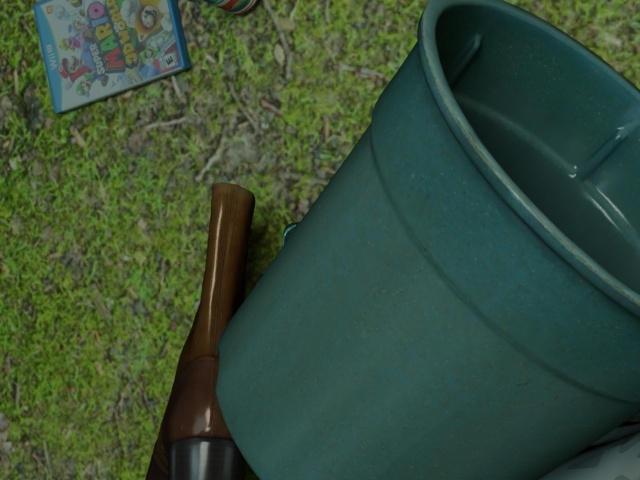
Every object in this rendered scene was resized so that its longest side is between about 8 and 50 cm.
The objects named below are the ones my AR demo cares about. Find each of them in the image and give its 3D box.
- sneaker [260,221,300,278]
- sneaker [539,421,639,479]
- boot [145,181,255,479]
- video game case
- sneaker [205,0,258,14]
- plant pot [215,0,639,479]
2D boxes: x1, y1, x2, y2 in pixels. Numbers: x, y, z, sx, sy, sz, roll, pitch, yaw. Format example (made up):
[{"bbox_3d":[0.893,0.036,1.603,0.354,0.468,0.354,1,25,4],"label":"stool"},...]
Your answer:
[{"bbox_3d":[0.000,0.000,1.182,0.076,0.065,0.166,42,109,24],"label":"sneaker"},{"bbox_3d":[0.224,0.217,0.957,0.447,0.257,0.169,-40,74,24],"label":"sneaker"},{"bbox_3d":[-0.112,0.112,1.203,0.096,0.264,0.280,3,71,-3],"label":"boot"},{"bbox_3d":[-0.213,-0.207,1.312,0.166,0.015,0.119,-15,85,28],"label":"video game case"},{"bbox_3d":[-0.118,-0.286,1.223,0.057,0.075,0.161,-35,76,25],"label":"sneaker"},{"bbox_3d":[0.109,0.049,0.990,0.334,0.341,0.341,-47,71,29],"label":"plant pot"}]
